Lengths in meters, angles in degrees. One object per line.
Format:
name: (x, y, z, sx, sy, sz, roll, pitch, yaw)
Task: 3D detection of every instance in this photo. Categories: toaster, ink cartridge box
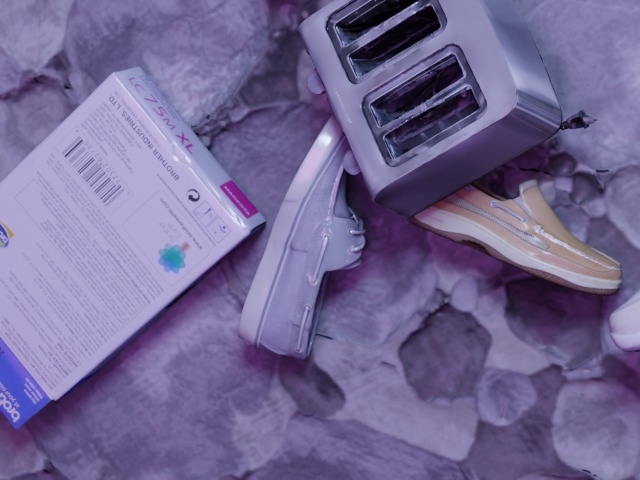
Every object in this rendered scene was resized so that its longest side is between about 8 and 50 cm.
toaster: (0.092, -0.129, 1.308, 0.185, 0.110, 0.168, -30, 72, 22)
ink cartridge box: (-0.219, 0.011, 1.492, 0.311, 0.065, 0.186, -40, 87, 20)

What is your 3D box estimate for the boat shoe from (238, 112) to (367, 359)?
boat shoe: (0.000, 0.001, 1.414, 0.081, 0.079, 0.227, 22, 113, 3)

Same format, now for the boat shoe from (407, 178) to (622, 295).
boat shoe: (0.166, -0.016, 1.356, 0.190, 0.068, 0.072, 23, 96, 13)

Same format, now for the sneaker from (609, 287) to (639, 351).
sneaker: (0.331, -0.026, 1.282, 0.292, 0.110, 0.118, -42, 79, 14)
